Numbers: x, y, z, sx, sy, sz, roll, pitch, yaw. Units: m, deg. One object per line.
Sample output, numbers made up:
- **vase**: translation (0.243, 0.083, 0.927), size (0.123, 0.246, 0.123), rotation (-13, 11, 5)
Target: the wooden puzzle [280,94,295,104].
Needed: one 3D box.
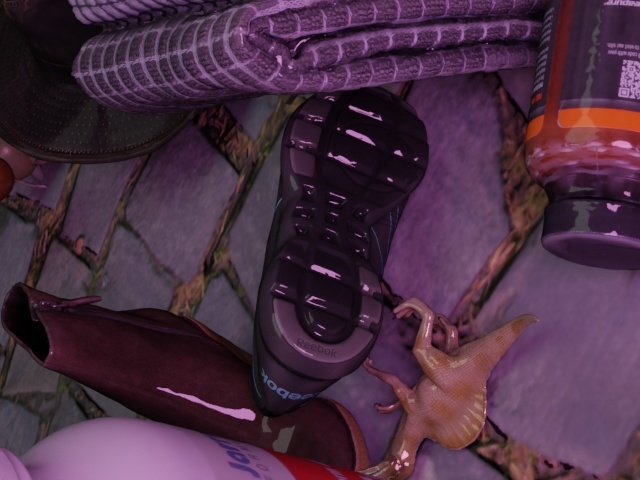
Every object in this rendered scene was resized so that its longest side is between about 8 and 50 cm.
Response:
- **wooden puzzle**: translation (-0.020, -0.140, 1.374), size (0.049, 0.006, 0.083), rotation (-54, 37, 25)

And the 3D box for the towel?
- **towel**: translation (0.009, -0.149, 1.105), size (0.235, 0.284, 0.121), rotation (-3, 97, 59)

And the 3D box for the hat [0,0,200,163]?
- **hat**: translation (-0.186, -0.232, 1.445), size (0.331, 0.134, 0.331), rotation (-12, 60, 22)

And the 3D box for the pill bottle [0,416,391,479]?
- **pill bottle**: translation (-0.044, 0.216, 0.857), size (0.229, 0.408, 0.229), rotation (-30, 51, 45)

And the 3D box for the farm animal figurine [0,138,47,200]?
- **farm animal figurine**: translation (-0.327, -0.145, 1.683), size (0.327, 0.172, 0.330), rotation (-48, 50, 2)

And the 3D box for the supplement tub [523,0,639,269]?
- **supplement tub**: translation (0.171, -0.086, 0.974), size (0.106, 0.106, 0.197), rotation (-8, 67, 54)

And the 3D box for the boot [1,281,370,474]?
- **boot**: translation (-0.097, 0.112, 1.174), size (0.248, 0.207, 0.090), rotation (37, 106, 56)

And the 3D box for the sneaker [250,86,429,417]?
- **sneaker**: translation (0.000, 0.000, 1.162), size (0.106, 0.101, 0.267), rotation (116, 174, -49)

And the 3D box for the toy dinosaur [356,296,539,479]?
- **toy dinosaur**: translation (0.081, 0.083, 1.089), size (0.183, 0.053, 0.092), rotation (-52, 52, 31)
